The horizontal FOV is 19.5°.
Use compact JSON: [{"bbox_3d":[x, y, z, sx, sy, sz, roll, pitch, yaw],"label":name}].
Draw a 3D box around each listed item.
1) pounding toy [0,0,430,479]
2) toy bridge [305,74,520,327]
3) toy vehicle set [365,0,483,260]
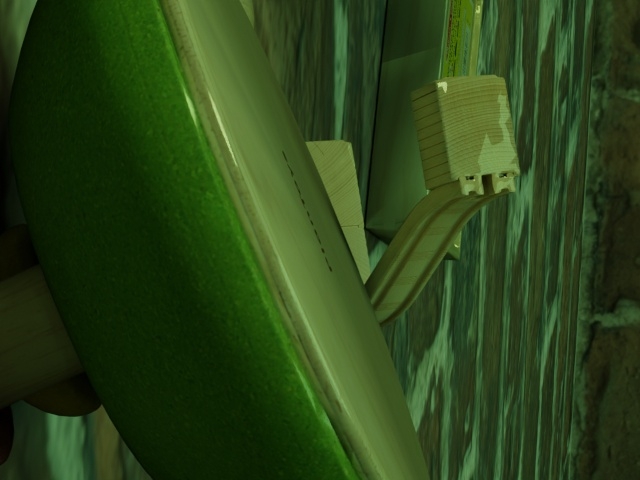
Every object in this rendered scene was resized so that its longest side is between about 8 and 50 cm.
[{"bbox_3d":[-0.061,-0.008,0.485,0.183,0.110,0.237,60,9,-59],"label":"pounding toy"},{"bbox_3d":[0.000,0.000,0.597,0.188,0.026,0.063,-19,-102,57],"label":"toy bridge"},{"bbox_3d":[0.072,-0.127,1.170,0.166,0.035,0.266,34,61,-76],"label":"toy vehicle set"}]
